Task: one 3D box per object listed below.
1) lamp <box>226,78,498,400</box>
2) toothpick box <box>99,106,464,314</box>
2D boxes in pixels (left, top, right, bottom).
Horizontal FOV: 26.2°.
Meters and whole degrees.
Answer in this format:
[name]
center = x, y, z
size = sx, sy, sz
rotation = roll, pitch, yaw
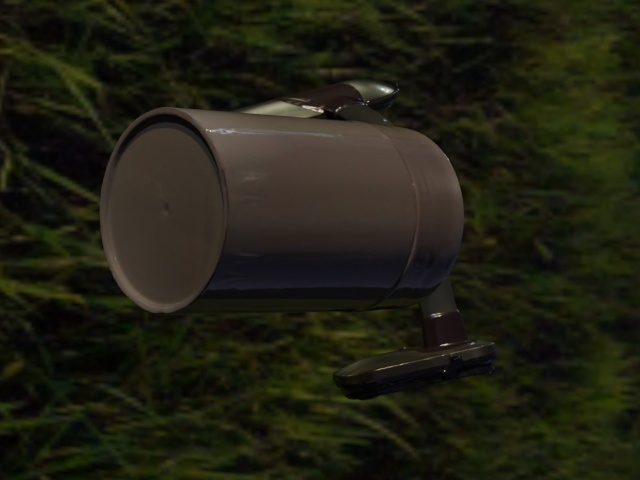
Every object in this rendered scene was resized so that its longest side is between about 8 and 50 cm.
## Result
[lamp]
center = 0.000, -0.004, 1.037
size = 0.124, 0.203, 0.283
rotation = 97, -22, -70
[toothpick box]
center = -0.017, -0.014, 0.756
size = 0.180, 0.111, 0.111
rotation = 0, 92, -45
